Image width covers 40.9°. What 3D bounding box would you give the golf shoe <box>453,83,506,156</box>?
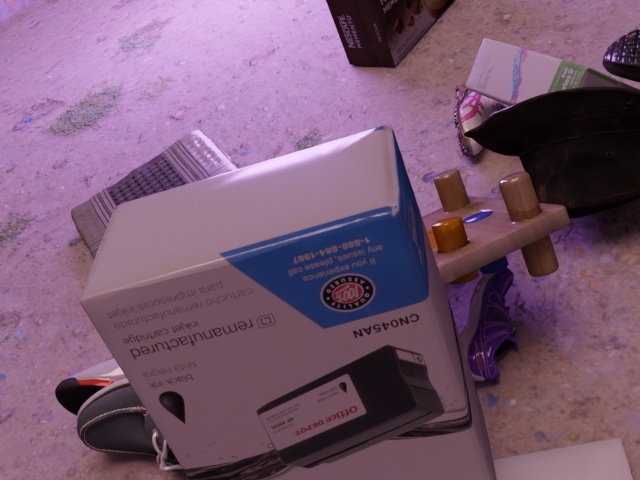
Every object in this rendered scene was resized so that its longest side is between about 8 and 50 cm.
[{"bbox_3d":[0.266,-0.209,1.423,0.086,0.067,0.186,-7,41,18],"label":"golf shoe"}]

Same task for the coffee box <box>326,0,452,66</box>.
[{"bbox_3d":[0.156,-0.506,1.750,0.119,0.168,0.297,13,50,38],"label":"coffee box"}]

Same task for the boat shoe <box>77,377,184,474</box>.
[{"bbox_3d":[-0.175,0.240,1.091,0.319,0.116,0.099,-7,37,13],"label":"boat shoe"}]

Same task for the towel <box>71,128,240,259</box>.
[{"bbox_3d":[-0.276,-0.053,1.553,0.312,0.056,0.324,-35,41,-9],"label":"towel"}]

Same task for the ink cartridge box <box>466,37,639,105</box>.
[{"bbox_3d":[0.356,-0.232,1.323,0.212,0.154,0.093,32,108,49],"label":"ink cartridge box"}]

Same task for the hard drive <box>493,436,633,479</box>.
[{"bbox_3d":[0.174,0.318,0.873,0.307,0.040,0.203,-13,39,13],"label":"hard drive"}]

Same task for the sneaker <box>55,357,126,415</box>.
[{"bbox_3d":[-0.233,0.173,1.223,0.270,0.090,0.145,-9,39,14],"label":"sneaker"}]

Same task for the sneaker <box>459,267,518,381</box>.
[{"bbox_3d":[0.222,0.109,1.093,0.071,0.068,0.170,12,58,18],"label":"sneaker"}]

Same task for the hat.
[{"bbox_3d":[0.360,-0.100,1.156,0.331,0.331,0.134,-5,83,23],"label":"hat"}]

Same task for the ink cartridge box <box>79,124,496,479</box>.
[{"bbox_3d":[-0.007,0.126,0.847,0.285,0.395,0.166,-16,32,11],"label":"ink cartridge box"}]

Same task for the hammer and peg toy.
[{"bbox_3d":[0.126,-0.001,1.109,0.266,0.127,0.361,-24,12,-12],"label":"hammer and peg toy"}]

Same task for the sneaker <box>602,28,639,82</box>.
[{"bbox_3d":[0.547,-0.223,1.224,0.286,0.130,0.109,16,53,23],"label":"sneaker"}]
